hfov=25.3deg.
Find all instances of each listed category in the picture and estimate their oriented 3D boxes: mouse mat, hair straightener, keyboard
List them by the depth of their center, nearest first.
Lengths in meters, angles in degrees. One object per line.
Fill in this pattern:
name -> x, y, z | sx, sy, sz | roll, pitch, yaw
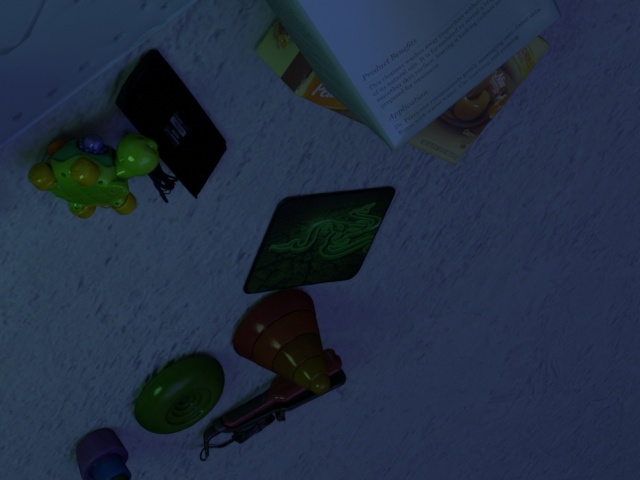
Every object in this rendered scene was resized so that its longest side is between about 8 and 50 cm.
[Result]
keyboard -> -0.166, -0.112, 1.473 | 0.100, 0.038, 0.192 | -59, 148, -16
mouse mat -> 0.000, 0.000, 1.772 | 0.190, 0.007, 0.152 | -8, 134, -40
hair straightener -> -0.064, 0.236, 1.936 | 0.230, 0.047, 0.089 | -34, 145, -10

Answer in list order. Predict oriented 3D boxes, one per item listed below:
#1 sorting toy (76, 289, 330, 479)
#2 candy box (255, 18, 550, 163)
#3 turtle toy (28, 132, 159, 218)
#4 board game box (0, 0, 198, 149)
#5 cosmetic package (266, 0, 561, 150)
sorting toy -> -0.129, 0.215, 1.779 | 0.365, 0.126, 0.127 | -35, 148, -10
candy box -> 0.098, -0.210, 1.557 | 0.316, 0.087, 0.183 | 18, 114, -51
turtle toy -> -0.218, -0.070, 1.405 | 0.130, 0.066, 0.095 | -5, 155, 24
board game box -> -0.278, -0.201, 1.148 | 0.390, 0.050, 0.390 | -37, 162, -5
cosmetic package -> 0.030, -0.293, 1.259 | 0.217, 0.156, 0.385 | -38, 128, -4
